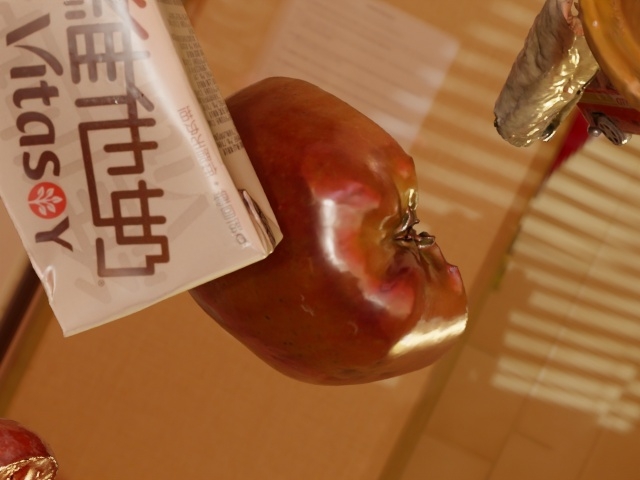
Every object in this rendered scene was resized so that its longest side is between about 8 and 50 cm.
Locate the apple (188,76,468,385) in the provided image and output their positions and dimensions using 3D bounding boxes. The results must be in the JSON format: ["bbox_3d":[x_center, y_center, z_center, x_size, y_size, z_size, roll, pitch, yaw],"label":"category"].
[{"bbox_3d":[0.000,0.000,1.415,0.329,0.295,0.365,22,-8,-24],"label":"apple"}]

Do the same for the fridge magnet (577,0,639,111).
[{"bbox_3d":[0.178,-0.097,0.551,0.143,0.143,0.063,26,-29,8],"label":"fridge magnet"}]

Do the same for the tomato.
[{"bbox_3d":[-0.315,0.207,1.161,0.159,0.139,0.091,-20,61,-40],"label":"tomato"}]

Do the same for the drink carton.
[{"bbox_3d":[-0.187,-0.105,1.134,0.132,0.194,0.324,-55,122,-79],"label":"drink carton"}]

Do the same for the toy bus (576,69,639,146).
[{"bbox_3d":[0.214,-0.105,0.822,0.077,0.079,0.174,51,-6,-16],"label":"toy bus"}]

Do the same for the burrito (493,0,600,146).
[{"bbox_3d":[0.132,-0.095,0.769,0.055,0.041,0.149,-9,-22,-13],"label":"burrito"}]
